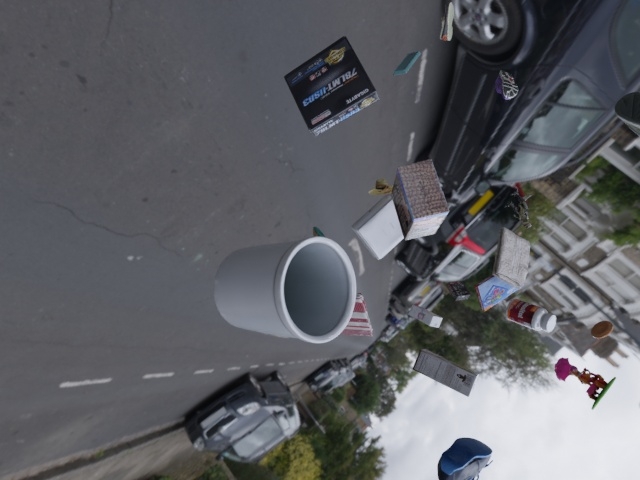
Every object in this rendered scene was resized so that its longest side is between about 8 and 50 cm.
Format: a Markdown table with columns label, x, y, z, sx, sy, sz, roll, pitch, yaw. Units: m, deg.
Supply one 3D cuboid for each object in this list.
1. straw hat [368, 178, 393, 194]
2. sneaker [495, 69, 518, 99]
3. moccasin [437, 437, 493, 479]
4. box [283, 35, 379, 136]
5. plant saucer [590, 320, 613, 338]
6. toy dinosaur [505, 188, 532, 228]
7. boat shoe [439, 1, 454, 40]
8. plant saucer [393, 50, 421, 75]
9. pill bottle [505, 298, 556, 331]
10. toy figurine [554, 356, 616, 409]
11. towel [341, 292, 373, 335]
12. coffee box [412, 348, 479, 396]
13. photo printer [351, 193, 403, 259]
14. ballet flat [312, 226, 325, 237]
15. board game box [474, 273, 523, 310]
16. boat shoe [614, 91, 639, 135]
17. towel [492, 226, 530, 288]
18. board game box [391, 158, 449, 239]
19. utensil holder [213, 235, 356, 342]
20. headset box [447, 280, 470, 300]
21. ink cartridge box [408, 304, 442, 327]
| label | x | y | z | sx | sy | sz | roll | pitch | yaw |
| --- | --- | --- | --- | --- | --- | --- | --- | --- | --- |
| straw hat | 0.315 | -0.285 | 2.116 | 0.145 | 0.061 | 0.144 | -6 | 167 | -1 |
| sneaker | 0.742 | -0.612 | 1.651 | 0.071 | 0.069 | 0.169 | 113 | -8 | -49 |
| moccasin | 0.516 | 0.819 | 1.513 | 0.342 | 0.138 | 0.116 | 11 | 94 | -41 |
| box | 0.038 | -0.606 | 1.622 | 0.296 | 0.293 | 0.073 | -27 | 160 | 14 |
| plant saucer | 1.097 | 0.346 | 1.603 | 0.083 | 0.013 | 0.083 | -48 | -174 | 7 |
| toy dinosaur | 0.889 | -0.156 | 1.828 | 0.064 | 0.118 | 0.268 | -43 | -167 | 46 |
| boat shoe | 0.482 | -0.839 | 1.576 | 0.049 | 0.043 | 0.137 | -45 | 143 | -26 |
| plant saucer | 0.392 | -0.806 | 1.862 | 0.192 | 0.067 | 0.018 | -55 | 134 | -33 |
| pill bottle | 0.767 | 0.275 | 1.496 | 0.086 | 0.152 | 0.085 | -10 | 107 | -33 |
| toy figurine | 0.873 | 0.454 | 1.374 | 0.173 | 0.159 | 0.130 | 0 | 118 | -45 |
| towel | 0.092 | 0.322 | 1.799 | 0.328 | 0.237 | 0.037 | 70 | 25 | -47 |
| coffee box | 0.542 | 0.566 | 1.773 | 0.141 | 0.247 | 0.098 | 30 | 82 | -61 |
| photo printer | 0.351 | -0.083 | 2.226 | 0.308 | 0.256 | 0.107 | -42 | -153 | -6 |
| ballet flat | 0.000 | 0.000 | 2.235 | 0.073 | 0.206 | 0.067 | 25 | 108 | -40 |
| board game box | 0.908 | 0.230 | 2.084 | 0.282 | 0.144 | 0.027 | -26 | -166 | -20 |
| boat shoe | 1.025 | -0.323 | 1.208 | 0.103 | 0.320 | 0.118 | 18 | 119 | -45 |
| towel | 0.953 | 0.085 | 2.043 | 0.049 | 0.187 | 0.282 | -31 | -143 | 61 |
| board game box | 0.406 | -0.160 | 1.718 | 0.141 | 0.231 | 0.291 | -13 | 163 | 0 |
| utensil holder | -0.130 | 0.163 | 1.381 | 0.386 | 0.327 | 0.328 | -7 | -167 | 44 |
| headset box | 0.577 | 0.208 | 1.723 | 0.062 | 0.083 | 0.032 | -5 | 134 | -18 |
| ink cartridge box | 0.483 | 0.348 | 1.884 | 0.089 | 0.123 | 0.052 | 18 | 97 | -43 |
